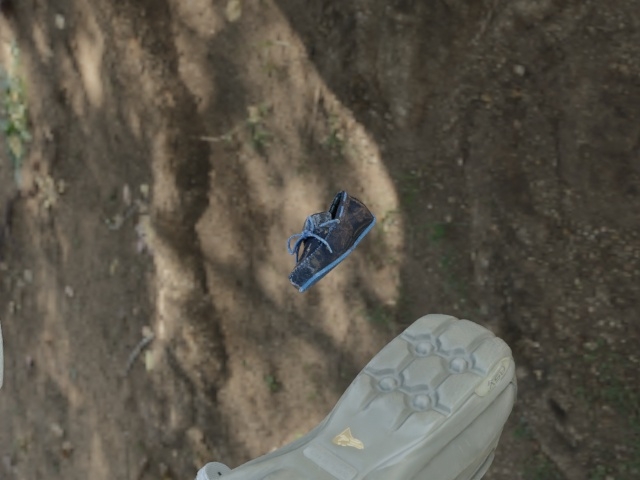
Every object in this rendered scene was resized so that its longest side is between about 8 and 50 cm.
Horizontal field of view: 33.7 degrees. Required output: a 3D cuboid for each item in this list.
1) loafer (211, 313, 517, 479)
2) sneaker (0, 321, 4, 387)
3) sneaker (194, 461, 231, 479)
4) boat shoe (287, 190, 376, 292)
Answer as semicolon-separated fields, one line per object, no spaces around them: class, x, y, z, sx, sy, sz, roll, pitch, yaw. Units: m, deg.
loafer;0.004;0.172;0.636;0.112;0.319;0.111;31;146;43
sneaker;-0.609;0.117;1.798;0.106;0.123;0.290;179;82;-71
sneaker;-0.124;0.467;1.631;0.091;0.094;0.258;-55;54;28
boat shoe;0.000;0.000;1.679;0.109;0.258;0.089;-39;94;28
